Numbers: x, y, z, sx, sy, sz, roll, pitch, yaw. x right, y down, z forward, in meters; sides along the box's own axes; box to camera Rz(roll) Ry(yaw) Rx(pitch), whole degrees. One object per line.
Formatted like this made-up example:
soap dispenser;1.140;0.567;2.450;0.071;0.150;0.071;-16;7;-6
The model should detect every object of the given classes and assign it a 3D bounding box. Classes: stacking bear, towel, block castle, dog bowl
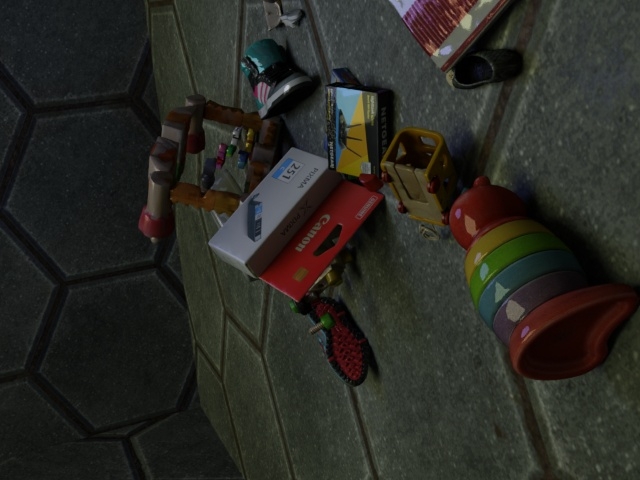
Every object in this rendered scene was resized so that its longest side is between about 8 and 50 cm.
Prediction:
stacking bear;0.278;0.035;1.107;0.175;0.164;0.289;100;155;-44
towel;0.162;-0.447;1.171;0.329;0.037;0.237;57;145;10
block castle;-0.272;-0.159;2.007;0.453;0.302;0.213;-82;6;-50
dog bowl;-0.239;-0.034;2.309;0.349;0.102;0.349;59;171;15

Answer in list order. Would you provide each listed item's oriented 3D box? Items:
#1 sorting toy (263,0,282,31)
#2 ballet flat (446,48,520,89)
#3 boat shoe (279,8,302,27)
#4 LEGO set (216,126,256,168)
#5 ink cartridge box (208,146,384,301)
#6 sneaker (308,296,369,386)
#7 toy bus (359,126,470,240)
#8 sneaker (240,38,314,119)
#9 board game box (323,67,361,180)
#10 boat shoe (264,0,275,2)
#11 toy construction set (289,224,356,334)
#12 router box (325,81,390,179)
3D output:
sorting toy;-0.124;-0.568;1.982;0.075;0.044;0.083;-176;75;-76
ballet flat;0.236;-0.262;1.191;0.173;0.049;0.058;-171;72;-68
boat shoe;-0.066;-0.526;1.867;0.035;0.035;0.100;57;164;-24
LEGO set;-0.234;-0.289;2.316;0.227;0.087;0.093;-73;-2;-60
ink cartridge box;-0.054;-0.044;1.647;0.261;0.296;0.066;25;159;42
sneaker;0.055;0.258;1.909;0.125;0.104;0.262;75;172;-47
toy bus;0.183;-0.104;1.332;0.104;0.191;0.202;-61;13;-18
sneaker;-0.110;-0.413;1.922;0.179;0.123;0.295;70;161;-3
board game box;0.057;-0.249;1.684;0.136;0.035;0.201;-122;28;-42
boat shoe;-0.140;-0.705;1.865;0.116;0.123;0.325;-52;47;41
toy construction set;0.000;0.000;1.813;0.257;0.237;0.309;53;-169;-26
router box;0.075;-0.219;1.567;0.133;0.046;0.179;17;121;38
